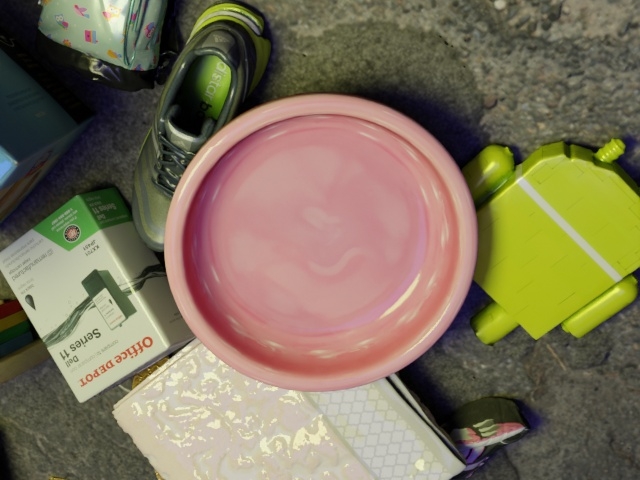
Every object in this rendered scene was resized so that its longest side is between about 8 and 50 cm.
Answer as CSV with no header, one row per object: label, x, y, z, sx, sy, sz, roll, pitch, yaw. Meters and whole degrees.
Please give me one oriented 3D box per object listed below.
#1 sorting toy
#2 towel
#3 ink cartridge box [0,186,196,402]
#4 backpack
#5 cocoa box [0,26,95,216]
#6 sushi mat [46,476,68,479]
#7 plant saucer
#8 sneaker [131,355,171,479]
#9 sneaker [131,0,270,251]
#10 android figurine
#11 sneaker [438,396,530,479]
sorting toy,-0.498,0.152,1.157,0.257,0.255,0.089,-13,96,15
towel,-0.040,0.240,1.149,0.317,0.053,0.332,-40,88,10
ink cartridge box,-0.265,0.066,1.131,0.153,0.087,0.208,-33,87,20
backpack,-0.219,-0.259,0.993,0.152,0.115,0.182,21,113,3
cocoa box,-0.409,-0.100,0.947,0.228,0.347,0.231,43,99,-11
sushi mat,-0.354,0.492,1.408,0.151,0.019,0.317,17,116,2
plant saucer,0.000,0.000,1.024,0.332,0.084,0.332,-2,110,-4
sneaker,-0.203,0.236,1.241,0.069,0.084,0.186,-11,86,-6
sneaker,-0.150,-0.113,1.042,0.111,0.121,0.300,21,115,1
android figurine,0.251,0.000,1.062,0.248,0.056,0.273,42,116,-9
sneaker,0.185,0.259,1.194,0.178,0.072,0.077,-24,121,26
